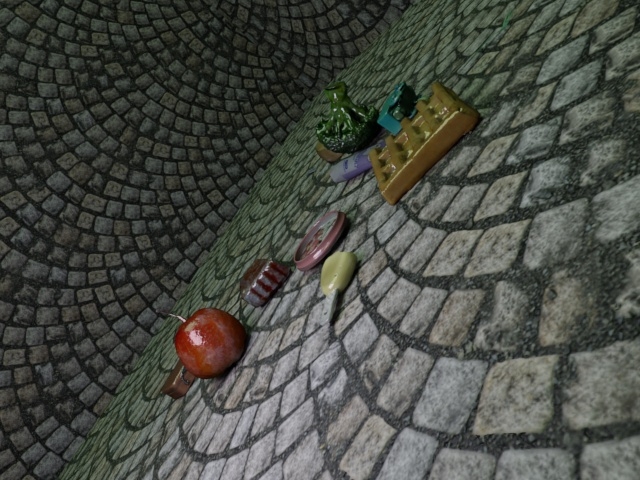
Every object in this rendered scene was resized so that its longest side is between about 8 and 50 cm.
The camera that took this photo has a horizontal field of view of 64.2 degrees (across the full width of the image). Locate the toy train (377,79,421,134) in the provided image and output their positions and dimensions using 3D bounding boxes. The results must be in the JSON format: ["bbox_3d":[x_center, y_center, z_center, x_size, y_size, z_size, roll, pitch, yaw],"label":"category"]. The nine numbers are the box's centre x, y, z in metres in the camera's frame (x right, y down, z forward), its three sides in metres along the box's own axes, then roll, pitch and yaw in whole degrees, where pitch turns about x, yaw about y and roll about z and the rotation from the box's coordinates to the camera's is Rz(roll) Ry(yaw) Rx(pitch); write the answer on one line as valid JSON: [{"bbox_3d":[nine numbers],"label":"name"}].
[{"bbox_3d":[0.289,-0.488,1.877,0.154,0.107,0.198,-45,17,46],"label":"toy train"}]

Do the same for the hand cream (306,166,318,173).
[{"bbox_3d":[-0.044,-0.359,2.621,0.093,0.019,0.030,-16,40,59],"label":"hand cream"}]

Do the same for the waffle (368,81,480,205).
[{"bbox_3d":[0.288,-0.294,1.506,0.348,0.077,0.304,-47,22,23],"label":"waffle"}]

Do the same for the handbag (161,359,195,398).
[{"bbox_3d":[-0.538,0.523,2.013,0.151,0.072,0.193,-28,27,52],"label":"handbag"}]

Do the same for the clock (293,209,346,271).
[{"bbox_3d":[0.001,0.001,1.702,0.244,0.056,0.244,-46,15,16],"label":"clock"}]

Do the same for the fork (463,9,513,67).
[{"bbox_3d":[0.553,-0.655,1.671,0.235,0.021,0.039,-51,13,8],"label":"fork"}]

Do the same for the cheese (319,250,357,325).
[{"bbox_3d":[0.039,0.124,1.366,0.127,0.050,0.255,-38,23,35],"label":"cheese"}]

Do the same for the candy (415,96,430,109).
[{"bbox_3d":[0.328,-0.395,1.692,0.061,0.061,0.202,-23,41,58],"label":"candy"}]

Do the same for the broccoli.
[{"bbox_3d":[0.101,-0.499,2.083,0.297,0.297,0.297,-17,26,8],"label":"broccoli"}]

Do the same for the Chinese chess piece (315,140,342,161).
[{"bbox_3d":[0.085,-0.486,2.408,0.251,0.097,0.251,-46,19,20],"label":"Chinese chess piece"}]

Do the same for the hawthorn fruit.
[{"bbox_3d":[-0.369,0.334,1.710,0.235,0.263,0.231,-27,39,-7],"label":"hawthorn fruit"}]

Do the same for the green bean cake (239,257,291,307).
[{"bbox_3d":[-0.211,0.137,1.903,0.198,0.097,0.232,-53,17,1],"label":"green bean cake"}]

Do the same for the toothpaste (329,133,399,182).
[{"bbox_3d":[0.179,-0.298,1.853,0.371,0.080,0.125,-18,33,49],"label":"toothpaste"}]
